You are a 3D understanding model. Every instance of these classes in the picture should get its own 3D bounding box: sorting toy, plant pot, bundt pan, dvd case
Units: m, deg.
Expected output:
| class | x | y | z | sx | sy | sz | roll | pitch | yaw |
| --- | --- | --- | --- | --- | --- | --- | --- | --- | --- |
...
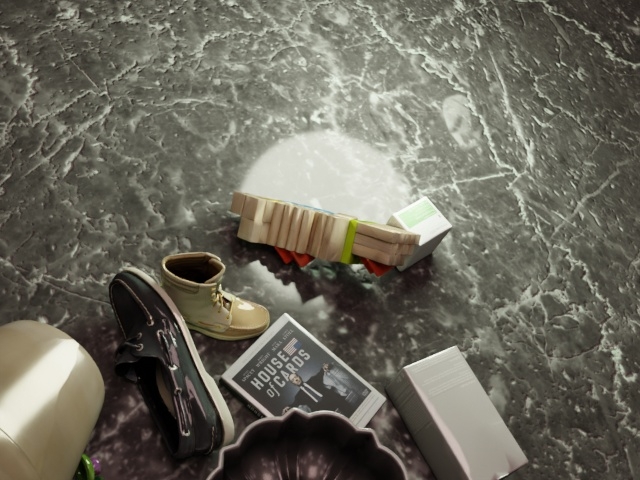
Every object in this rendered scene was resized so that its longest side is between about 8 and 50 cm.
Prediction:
| class | x | y | z | sx | sy | sz | roll | pitch | yaw |
| --- | --- | --- | --- | --- | --- | --- | --- | --- | --- |
| sorting toy | -0.331 | 0.358 | 1.171 | 0.042 | 0.061 | 0.101 | -12 | 88 | -41 |
| plant pot | -0.448 | 0.263 | 1.072 | 0.323 | 0.323 | 0.280 | 30 | 35 | 2 |
| bundt pan | -0.022 | 0.426 | 1.176 | 0.331 | 0.124 | 0.330 | 6 | 59 | -10 |
| dvd case | -0.028 | 0.258 | 1.364 | 0.239 | 0.029 | 0.179 | 40 | 53 | 9 |

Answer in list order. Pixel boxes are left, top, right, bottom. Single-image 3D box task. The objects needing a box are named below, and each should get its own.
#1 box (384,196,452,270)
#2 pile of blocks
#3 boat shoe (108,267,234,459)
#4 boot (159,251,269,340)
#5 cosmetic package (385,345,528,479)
| class | x | y | z | sx | sy | sz | roll | pitch | yaw |
| --- | --- | --- | --- | --- | --- | --- | --- | --- | --- |
| box | 0.184 | -0.013 | 1.579 | 0.101 | 0.102 | 0.087 | -28 | 71 | -34 |
| pile of blocks | 0.000 | 0.000 | 1.513 | 0.362 | 0.149 | 0.112 | 15 | 96 | 11 |
| boat shoe | -0.269 | 0.197 | 1.262 | 0.113 | 0.127 | 0.340 | -19 | 74 | -42 |
| boot | -0.174 | 0.094 | 1.340 | 0.213 | 0.165 | 0.077 | 12 | 53 | -13 |
| cosmetic package | 0.231 | 0.317 | 1.370 | 0.127 | 0.107 | 0.238 | -15 | 66 | -28 |
